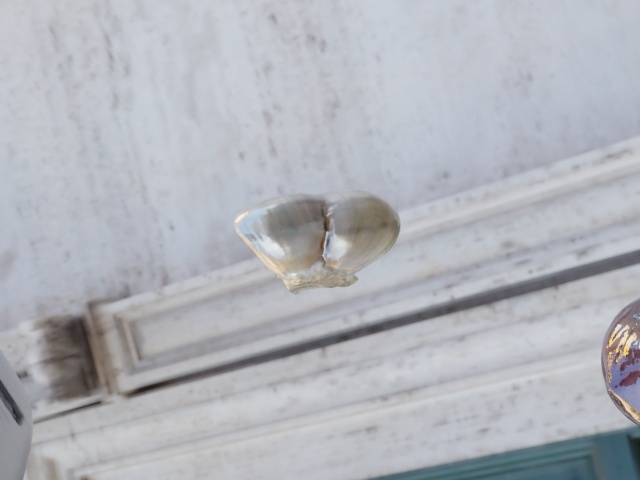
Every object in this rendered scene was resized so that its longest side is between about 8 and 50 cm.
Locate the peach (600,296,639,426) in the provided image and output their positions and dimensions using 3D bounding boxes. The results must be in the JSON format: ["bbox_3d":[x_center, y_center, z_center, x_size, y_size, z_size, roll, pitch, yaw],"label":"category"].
[{"bbox_3d":[0.348,0.119,1.306,0.152,0.152,0.152,33,-131,-47],"label":"peach"}]

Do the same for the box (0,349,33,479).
[{"bbox_3d":[-0.401,0.204,1.302,0.349,0.141,0.289,-91,-19,-53],"label":"box"}]

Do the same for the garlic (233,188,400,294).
[{"bbox_3d":[-0.002,-0.012,1.402,0.124,0.174,0.099,79,-179,-65],"label":"garlic"}]
